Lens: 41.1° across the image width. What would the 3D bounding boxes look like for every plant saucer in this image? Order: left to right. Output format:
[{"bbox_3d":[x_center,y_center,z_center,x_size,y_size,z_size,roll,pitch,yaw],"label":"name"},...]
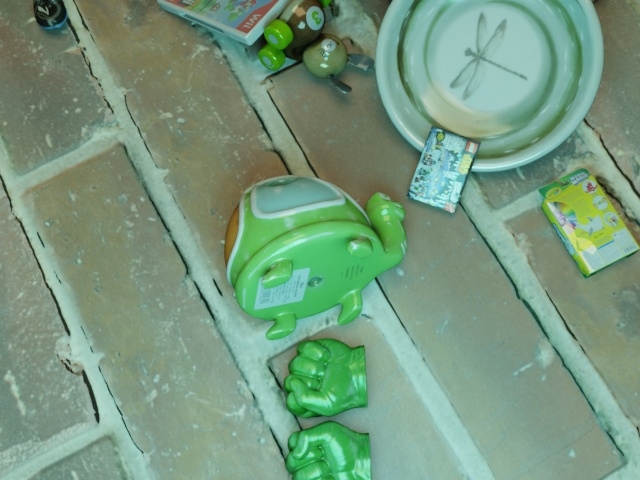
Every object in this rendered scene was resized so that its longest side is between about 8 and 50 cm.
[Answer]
[{"bbox_3d":[0.303,-0.327,1.550,0.400,0.100,0.400,3,100,14],"label":"plant saucer"}]

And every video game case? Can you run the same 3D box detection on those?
[{"bbox_3d":[-0.167,-0.495,1.663,0.285,0.025,0.204,31,74,36],"label":"video game case"}]

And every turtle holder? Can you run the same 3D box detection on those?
[{"bbox_3d":[-0.011,-0.006,1.435,0.320,0.243,0.227,-29,55,3],"label":"turtle holder"}]

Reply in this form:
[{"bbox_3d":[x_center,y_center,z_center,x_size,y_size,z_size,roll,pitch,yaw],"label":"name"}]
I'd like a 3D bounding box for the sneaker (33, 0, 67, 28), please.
[{"bbox_3d":[-0.557,-0.508,1.717,0.067,0.078,0.188,-13,72,-1],"label":"sneaker"}]

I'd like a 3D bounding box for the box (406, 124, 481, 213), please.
[{"bbox_3d":[0.222,-0.128,1.539,0.094,0.027,0.137,20,103,10],"label":"box"}]

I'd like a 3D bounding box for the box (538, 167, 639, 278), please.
[{"bbox_3d":[0.472,-0.034,1.518,0.105,0.043,0.179,-25,74,-5],"label":"box"}]

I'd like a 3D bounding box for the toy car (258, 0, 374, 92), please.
[{"bbox_3d":[0.006,-0.364,1.613,0.188,0.149,0.155,39,67,3],"label":"toy car"}]

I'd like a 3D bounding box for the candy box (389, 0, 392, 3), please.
[{"bbox_3d":[0.249,-0.583,1.675,0.268,0.122,0.317,-10,72,2],"label":"candy box"}]

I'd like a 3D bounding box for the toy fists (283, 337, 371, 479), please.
[{"bbox_3d":[0.009,0.298,1.404,0.142,0.096,0.279,-4,72,3],"label":"toy fists"}]
